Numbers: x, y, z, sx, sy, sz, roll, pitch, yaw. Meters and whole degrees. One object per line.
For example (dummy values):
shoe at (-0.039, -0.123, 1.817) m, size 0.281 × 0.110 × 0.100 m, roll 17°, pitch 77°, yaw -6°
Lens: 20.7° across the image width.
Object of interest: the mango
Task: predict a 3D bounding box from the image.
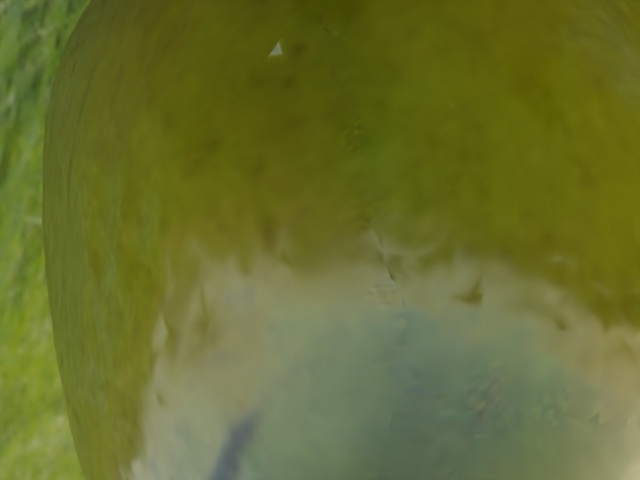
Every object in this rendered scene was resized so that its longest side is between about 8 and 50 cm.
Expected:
mango at (0.000, 0.000, 0.652) m, size 0.220 × 0.445 × 0.301 m, roll -10°, pitch 120°, yaw -21°
